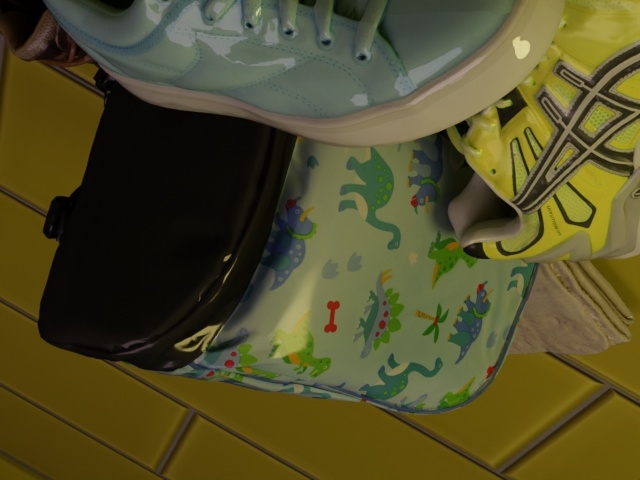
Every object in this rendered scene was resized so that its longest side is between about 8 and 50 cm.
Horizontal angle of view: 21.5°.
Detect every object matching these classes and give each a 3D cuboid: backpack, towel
[{"bbox_3d":[0.000,0.000,1.276,0.273,0.290,0.355,15,171,26],"label":"backpack"},{"bbox_3d":[0.131,0.031,1.510,0.282,0.049,0.187,-3,137,46],"label":"towel"}]

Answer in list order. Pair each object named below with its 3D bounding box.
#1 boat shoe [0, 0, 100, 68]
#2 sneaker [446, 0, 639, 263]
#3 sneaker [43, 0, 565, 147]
[{"bbox_3d":[-0.215,-0.192,1.373,0.123,0.123,0.342,-2,140,47],"label":"boat shoe"},{"bbox_3d":[0.155,-0.103,1.071,0.147,0.145,0.385,-15,140,-6],"label":"sneaker"},{"bbox_3d":[-0.038,-0.145,1.007,0.366,0.135,0.150,2,158,38],"label":"sneaker"}]
